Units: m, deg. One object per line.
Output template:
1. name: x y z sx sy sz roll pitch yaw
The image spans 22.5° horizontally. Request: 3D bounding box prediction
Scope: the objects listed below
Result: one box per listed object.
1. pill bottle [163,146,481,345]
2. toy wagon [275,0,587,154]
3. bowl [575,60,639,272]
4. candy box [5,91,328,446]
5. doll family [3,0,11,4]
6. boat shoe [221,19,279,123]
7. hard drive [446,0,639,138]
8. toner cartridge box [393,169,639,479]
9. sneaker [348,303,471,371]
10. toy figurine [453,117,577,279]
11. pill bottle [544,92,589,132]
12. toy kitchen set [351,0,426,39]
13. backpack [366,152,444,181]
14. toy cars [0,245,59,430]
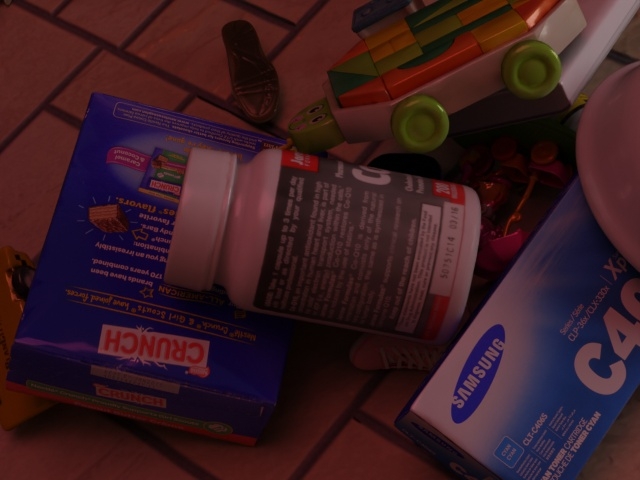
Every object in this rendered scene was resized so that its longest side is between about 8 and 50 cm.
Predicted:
1. pill bottle: 0.000 0.000 1.556 0.283 0.161 0.161 11 56 -5
2. toy wagon: 0.098 -0.169 1.639 0.344 0.068 0.267 -26 21 5
3. bowl: 0.404 -0.085 1.536 0.298 0.134 0.297 10 58 -16
4. candy box: -0.154 0.029 1.672 0.268 0.122 0.317 15 56 -4
5. doll family: -0.472 -0.342 2.136 0.111 0.076 0.193 10 54 29
6. boat shoe: -0.084 -0.195 1.925 0.056 0.048 0.153 -16 57 -10
7. hard drive: 0.229 -0.213 1.731 0.203 0.040 0.307 -10 28 38
8. toner cartridge box: 0.238 0.086 1.545 0.165 0.075 0.348 37 69 3
9. sneaker: 0.099 0.112 1.629 0.134 0.051 0.070 -20 46 -3
10. toy figurine: 0.187 -0.036 1.681 0.173 0.130 0.159 10 68 33
11. pill bottle: 0.255 -0.148 1.762 0.065 0.065 0.116 -35 52 -9
12. toy kitchen set: 0.115 -0.340 1.906 0.166 0.122 0.207 -26 31 26
13. backpack: 0.085 -0.032 1.718 0.105 0.084 0.114 6 62 21
14. toy cars: -0.389 0.063 1.795 0.394 0.087 0.176 30 104 34
